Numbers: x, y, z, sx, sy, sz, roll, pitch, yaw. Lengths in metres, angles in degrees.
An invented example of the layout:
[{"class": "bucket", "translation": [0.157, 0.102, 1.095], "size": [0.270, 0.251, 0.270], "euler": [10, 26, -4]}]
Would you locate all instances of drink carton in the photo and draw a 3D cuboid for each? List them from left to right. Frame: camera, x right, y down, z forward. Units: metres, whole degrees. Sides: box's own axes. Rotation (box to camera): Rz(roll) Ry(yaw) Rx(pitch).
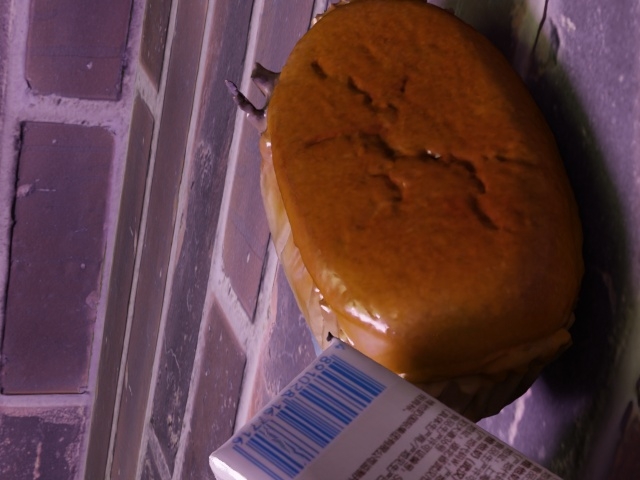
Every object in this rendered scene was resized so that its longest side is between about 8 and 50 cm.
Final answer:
[{"class": "drink carton", "translation": [0.092, 0.223, 0.712], "size": [0.325, 0.132, 0.194], "euler": [28, 149, 35]}]

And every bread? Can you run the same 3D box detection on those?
[{"class": "bread", "translation": [0.076, -0.042, 0.947], "size": [0.183, 0.236, 0.388], "euler": [95, 157, -56]}]

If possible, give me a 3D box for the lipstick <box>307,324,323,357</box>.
[{"class": "lipstick", "translation": [0.000, 0.000, 1.321], "size": [0.068, 0.066, 0.317], "euler": [112, 151, -42]}]
